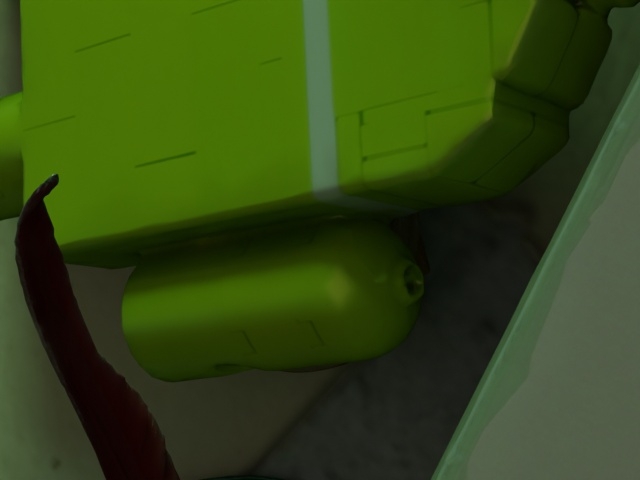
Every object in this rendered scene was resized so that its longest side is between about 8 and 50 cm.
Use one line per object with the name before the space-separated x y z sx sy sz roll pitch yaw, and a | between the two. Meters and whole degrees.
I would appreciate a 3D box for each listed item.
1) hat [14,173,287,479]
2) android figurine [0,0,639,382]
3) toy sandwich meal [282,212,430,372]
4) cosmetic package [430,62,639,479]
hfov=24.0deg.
hat | -0.053 0.136 0.408 0.173 0.183 0.208 -37 70 3
android figurine | -0.016 -0.085 0.455 0.272 0.056 0.248 -12 76 35
toy sandwich meal | 0.000 0.000 0.494 0.085 0.029 0.086 -4 81 23
cosmetic package | 0.146 -0.012 0.375 0.129 0.153 0.296 28 98 17
